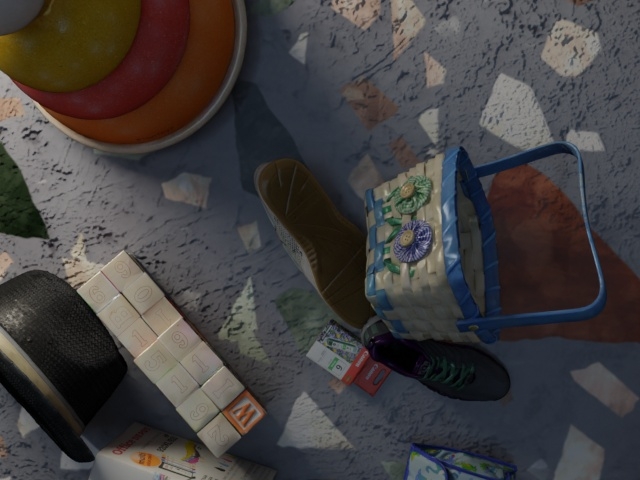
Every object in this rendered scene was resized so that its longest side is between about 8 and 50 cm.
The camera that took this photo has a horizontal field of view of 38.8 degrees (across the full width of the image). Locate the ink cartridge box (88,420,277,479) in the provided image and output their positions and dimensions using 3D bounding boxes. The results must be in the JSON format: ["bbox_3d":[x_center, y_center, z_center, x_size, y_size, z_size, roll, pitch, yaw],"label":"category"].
[{"bbox_3d":[-0.206,0.388,1.291,0.232,0.171,0.168,17,96,7],"label":"ink cartridge box"}]

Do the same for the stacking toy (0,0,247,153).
[{"bbox_3d":[-0.302,-0.287,1.106,0.350,0.480,0.351,1,94,8],"label":"stacking toy"}]

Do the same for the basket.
[{"bbox_3d":[0.203,0.008,1.160,0.289,0.201,0.255,-12,52,16],"label":"basket"}]

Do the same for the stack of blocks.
[{"bbox_3d":[-0.203,0.155,1.268,0.087,0.171,0.297,-41,86,-8],"label":"stack of blocks"}]

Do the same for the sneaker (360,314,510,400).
[{"bbox_3d":[0.158,0.179,1.248,0.223,0.098,0.083,21,104,-3],"label":"sneaker"}]

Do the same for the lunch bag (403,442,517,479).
[{"bbox_3d":[0.186,0.364,1.275,0.151,0.096,0.129,13,98,22],"label":"lunch bag"}]

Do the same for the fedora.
[{"bbox_3d":[-0.386,0.149,1.282,0.152,0.334,0.334,-42,87,-21],"label":"fedora"}]

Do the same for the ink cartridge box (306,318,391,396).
[{"bbox_3d":[0.044,0.172,1.311,0.115,0.029,0.063,35,97,5],"label":"ink cartridge box"}]

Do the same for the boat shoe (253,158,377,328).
[{"bbox_3d":[0.000,0.000,1.279,0.098,0.096,0.277,-36,108,-12],"label":"boat shoe"}]
